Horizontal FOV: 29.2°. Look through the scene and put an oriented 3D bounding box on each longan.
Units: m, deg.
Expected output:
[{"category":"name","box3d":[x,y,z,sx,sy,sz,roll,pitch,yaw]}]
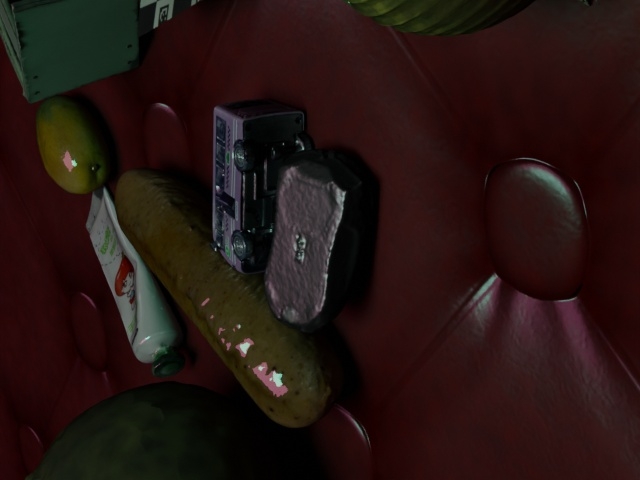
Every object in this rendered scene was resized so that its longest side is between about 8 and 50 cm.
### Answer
[{"category":"longan","box3d":[-0.214,0.380,1.609,0.391,0.391,0.391,26,124,48]}]

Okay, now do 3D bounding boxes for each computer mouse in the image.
[{"category":"computer mouse","box3d":[0.000,0.000,1.416,0.122,0.073,0.217,24,114,33]}]

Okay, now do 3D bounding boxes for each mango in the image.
[{"category":"mango","box3d":[-0.388,-0.152,1.900,0.194,0.092,0.130,47,139,47]}]

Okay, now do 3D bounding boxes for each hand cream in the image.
[{"category":"hand cream","box3d":[-0.291,0.063,1.877,0.336,0.076,0.121,60,142,31]}]

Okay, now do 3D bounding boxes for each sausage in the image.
[{"category":"sausage","box3d":[-0.135,0.048,1.589,0.501,0.123,0.136,46,169,35]}]

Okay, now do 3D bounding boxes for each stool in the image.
[{"category":"stool","box3d":[-0.362,-0.362,1.634,0.243,0.170,0.269,65,164,13]}]

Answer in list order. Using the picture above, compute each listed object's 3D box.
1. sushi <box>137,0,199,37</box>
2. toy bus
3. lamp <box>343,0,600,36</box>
[{"category":"sushi","box3d":[-0.139,-0.355,1.484,0.215,0.050,0.192,-13,69,51]},{"category":"toy bus","box3d":[-0.078,-0.067,1.483,0.108,0.096,0.199,31,125,50]},{"category":"lamp","box3d":[0.123,-0.278,1.017,0.250,0.284,0.250,-51,22,29]}]
